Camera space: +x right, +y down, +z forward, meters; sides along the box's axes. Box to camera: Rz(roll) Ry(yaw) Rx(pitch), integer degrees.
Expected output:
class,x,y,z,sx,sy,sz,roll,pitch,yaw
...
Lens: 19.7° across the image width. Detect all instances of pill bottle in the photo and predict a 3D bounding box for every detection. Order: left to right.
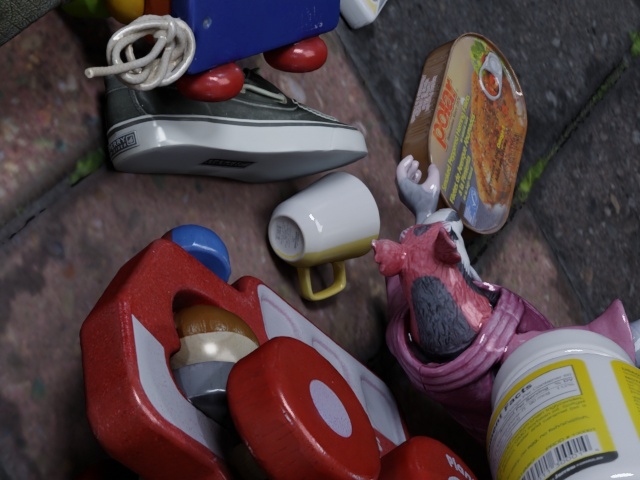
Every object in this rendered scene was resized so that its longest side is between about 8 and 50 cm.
class,x,y,z,sx,sy,sz,roll,pitch,yaw
pill bottle,0.162,0.139,1.097,0.119,0.119,0.208,55,11,-19

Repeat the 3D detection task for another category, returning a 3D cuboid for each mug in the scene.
class,x,y,z,sx,sy,sz,roll,pitch,yaw
mug,0.001,-0.003,1.270,0.064,0.062,0.078,-22,83,-46

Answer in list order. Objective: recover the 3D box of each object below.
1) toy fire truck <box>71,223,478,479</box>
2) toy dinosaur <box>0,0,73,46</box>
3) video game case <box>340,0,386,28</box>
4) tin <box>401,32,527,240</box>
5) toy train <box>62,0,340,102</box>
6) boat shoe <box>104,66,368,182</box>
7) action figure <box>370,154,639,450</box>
class,x,y,z,sx,sy,sz,roll,pitch,yaw
toy fire truck,-0.034,0.116,1.113,0.302,0.169,0.254,40,22,-35
toy dinosaur,-0.163,-0.204,1.058,0.121,0.160,0.313,83,19,-46
video game case,0.006,-0.309,1.443,0.227,0.026,0.206,53,40,-21
tin,0.115,-0.083,1.469,0.106,0.040,0.190,49,41,-32
toy train,-0.108,-0.148,1.134,0.248,0.143,0.105,-25,124,-49
boat shoe,-0.051,-0.082,1.223,0.219,0.078,0.070,3,72,-49
action figure,0.127,0.108,1.298,0.370,0.248,0.276,41,72,-41
